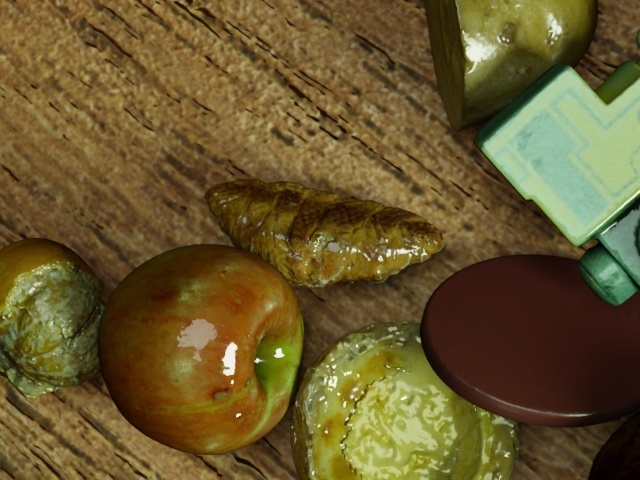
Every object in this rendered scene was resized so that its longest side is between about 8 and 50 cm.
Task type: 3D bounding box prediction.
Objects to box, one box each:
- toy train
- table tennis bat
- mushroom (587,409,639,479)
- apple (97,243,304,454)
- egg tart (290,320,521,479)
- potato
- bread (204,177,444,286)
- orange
[{"bbox_3d":[0.340,-0.118,1.178,0.369,0.150,0.237,-42,85,7],"label":"toy train"},{"bbox_3d":[0.243,0.083,1.209,0.310,0.038,0.200,2,43,-4],"label":"table tennis bat"},{"bbox_3d":[0.317,0.194,1.135,0.231,0.194,0.138,-27,38,-2],"label":"mushroom"},{"bbox_3d":[-0.111,0.097,1.243,0.196,0.196,0.196,-2,77,11],"label":"apple"},{"bbox_3d":[0.076,0.176,1.238,0.212,0.090,0.213,-2,79,10],"label":"egg tart"},{"bbox_3d":[0.182,-0.217,1.271,0.158,0.178,0.203,-12,76,-5],"label":"potato"},{"bbox_3d":[0.000,0.000,1.292,0.233,0.076,0.105,10,36,7],"label":"bread"},{"bbox_3d":[-0.266,0.076,1.294,0.134,0.156,0.156,-36,73,-9],"label":"orange"}]
